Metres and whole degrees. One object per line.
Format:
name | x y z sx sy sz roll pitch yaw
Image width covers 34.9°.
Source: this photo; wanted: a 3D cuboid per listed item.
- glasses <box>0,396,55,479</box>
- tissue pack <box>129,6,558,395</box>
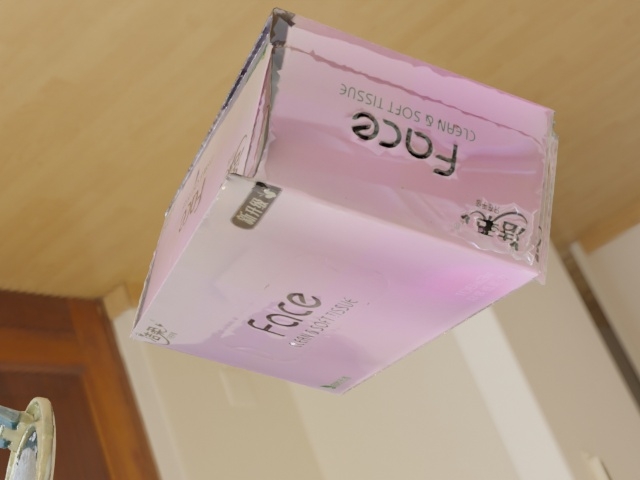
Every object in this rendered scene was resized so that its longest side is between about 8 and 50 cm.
glasses | -0.180 0.081 0.336 0.088 0.190 0.220 -37 116 19
tissue pack | 0.000 0.000 0.541 0.148 0.093 0.246 17 154 -14
